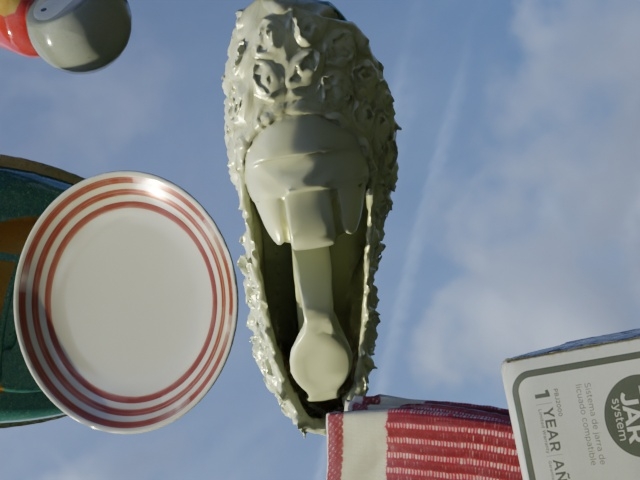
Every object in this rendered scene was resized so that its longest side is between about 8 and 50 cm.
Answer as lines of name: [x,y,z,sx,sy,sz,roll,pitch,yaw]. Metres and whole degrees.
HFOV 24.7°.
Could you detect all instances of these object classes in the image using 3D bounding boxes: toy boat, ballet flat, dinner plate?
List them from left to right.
toy boat: [-0.204,-0.024,0.978,0.267,0.148,0.318,3,-82,-44]
dinner plate: [-0.104,0.033,0.789,0.017,0.141,0.141,5,-70,-64]
ballet flat: [0.000,0.000,1.207,0.147,0.147,0.409,-41,-40,-39]

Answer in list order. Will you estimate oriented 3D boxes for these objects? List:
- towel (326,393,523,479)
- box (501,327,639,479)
towel: [0.150,0.207,0.709,0.037,0.329,0.237,-10,-78,-60]
box: [0.224,0.094,0.505,0.087,0.290,0.169,-2,-101,-64]
